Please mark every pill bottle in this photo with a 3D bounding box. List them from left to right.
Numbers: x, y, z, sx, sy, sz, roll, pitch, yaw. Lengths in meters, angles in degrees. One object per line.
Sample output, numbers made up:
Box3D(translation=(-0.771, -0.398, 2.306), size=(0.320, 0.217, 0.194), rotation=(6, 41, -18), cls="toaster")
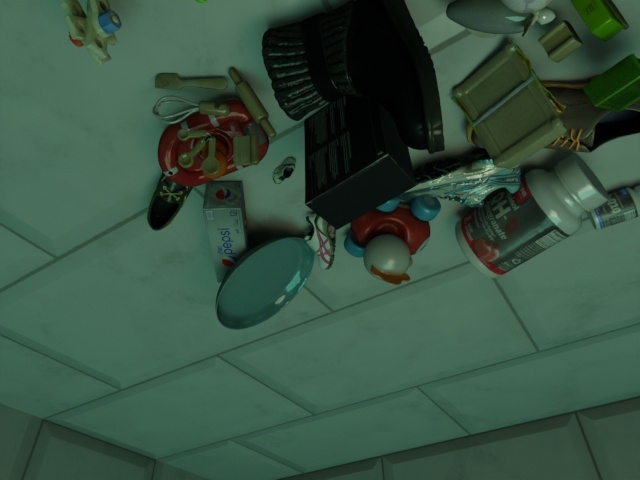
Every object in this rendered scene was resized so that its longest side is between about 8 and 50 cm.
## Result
Box3D(translation=(0.498, -0.058, 1.185), size=(0.176, 0.176, 0.318), rotation=(28, 130, -29), cls="pill bottle")
Box3D(translation=(0.745, -0.085, 1.238), size=(0.137, 0.078, 0.078), rotation=(-23, 134, 21), cls="pill bottle")

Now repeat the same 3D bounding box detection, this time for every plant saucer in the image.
Box3D(translation=(-0.152, 0.109, 1.338), size=(0.317, 0.044, 0.317), rotation=(-31, 146, -24), cls="plant saucer")

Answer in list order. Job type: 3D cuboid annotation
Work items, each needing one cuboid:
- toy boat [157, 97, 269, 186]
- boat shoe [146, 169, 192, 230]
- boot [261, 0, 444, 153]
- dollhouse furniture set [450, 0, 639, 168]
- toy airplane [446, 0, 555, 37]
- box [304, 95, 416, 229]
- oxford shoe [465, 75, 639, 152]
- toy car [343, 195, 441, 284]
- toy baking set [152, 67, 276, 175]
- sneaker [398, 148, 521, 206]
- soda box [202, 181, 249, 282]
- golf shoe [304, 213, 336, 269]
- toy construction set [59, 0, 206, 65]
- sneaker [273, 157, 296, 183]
Box3D(translation=(-0.222, -0.181, 1.020), size=(0.231, 0.151, 0.151), rotation=(-20, 130, 9), cls="toy boat")
Box3D(translation=(-0.351, -0.110, 1.172), size=(0.081, 0.068, 0.228), rotation=(20, 134, -22), cls="boat shoe")
Box3D(translation=(0.051, -0.258, 0.838), size=(0.260, 0.348, 0.131), rotation=(-19, 153, 12), cls="boot")
Box3D(translation=(0.439, -0.292, 0.946), size=(0.151, 0.197, 0.301), rotation=(-12, 162, -43), cls="dollhouse furniture set")
Box3D(translation=(0.241, -0.433, 0.678), size=(0.386, 0.272, 0.384), rotation=(2, 164, -30), cls="toy airplane")
Box3D(translation=(0.068, -0.177, 0.970), size=(0.184, 0.261, 0.103), rotation=(-31, 131, 29), cls="box")
Box3D(translation=(0.487, -0.243, 1.009), size=(0.364, 0.132, 0.130), rotation=(-12, 138, 11), cls="oxford shoe")
Box3D(translation=(0.181, 0.024, 1.217), size=(0.210, 0.238, 0.219), rotation=(12, 137, -15), cls="toy car")
Box3D(translation=(-0.210, -0.243, 0.955), size=(0.197, 0.256, 0.030), rotation=(-27, 172, -6), cls="toy baking set")
Box3D(translation=(0.318, -0.122, 1.129), size=(0.283, 0.110, 0.122), rotation=(-14, 113, 14), cls="sneaker")
Box3D(translation=(-0.232, -0.014, 1.263), size=(0.091, 0.098, 0.286), rotation=(-2, 139, -4), cls="soda box")
Box3D(translation=(0.000, 0.000, 1.317), size=(0.086, 0.067, 0.186), rotation=(2, 129, 2), cls="golf shoe")
Box3D(translation=(-0.274, -0.427, 0.777), size=(0.328, 0.151, 0.215), rotation=(-25, 135, 8), cls="toy construction set")
Box3D(translation=(-0.087, -0.156, 1.157), size=(0.032, 0.037, 0.083), rotation=(19, 135, -25), cls="sneaker")
